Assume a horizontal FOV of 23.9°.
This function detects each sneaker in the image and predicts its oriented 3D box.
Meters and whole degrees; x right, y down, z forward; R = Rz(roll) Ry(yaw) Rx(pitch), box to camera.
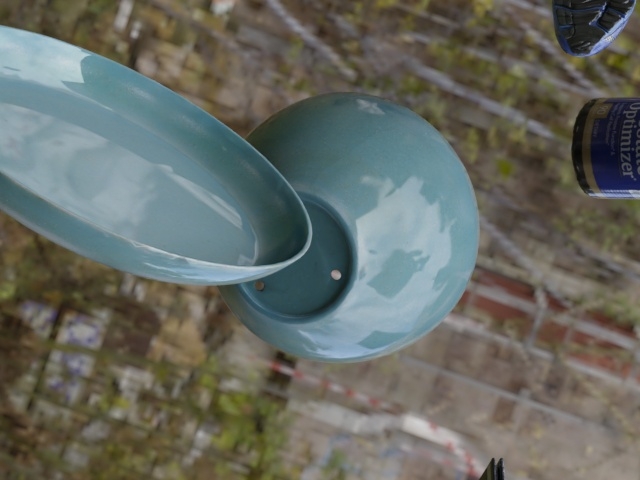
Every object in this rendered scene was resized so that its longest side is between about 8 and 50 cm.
[{"bbox_3d":[0.278,-0.232,1.536,0.221,0.083,0.087,-62,158,-57],"label":"sneaker"}]

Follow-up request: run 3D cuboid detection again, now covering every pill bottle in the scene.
[{"bbox_3d":[0.413,-0.107,1.747,0.123,0.219,0.123,-3,94,-53],"label":"pill bottle"}]

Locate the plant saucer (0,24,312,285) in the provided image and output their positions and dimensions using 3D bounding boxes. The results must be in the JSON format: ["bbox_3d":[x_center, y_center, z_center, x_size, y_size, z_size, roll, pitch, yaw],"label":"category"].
[{"bbox_3d":[-0.155,-0.058,1.094,0.044,0.317,0.317,-60,-175,20],"label":"plant saucer"}]

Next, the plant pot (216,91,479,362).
[{"bbox_3d":[0.000,0.000,1.540,0.290,0.290,0.195,-70,167,15],"label":"plant pot"}]

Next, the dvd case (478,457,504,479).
[{"bbox_3d":[0.182,0.383,1.798,0.221,0.018,0.164,109,-13,-50],"label":"dvd case"}]
